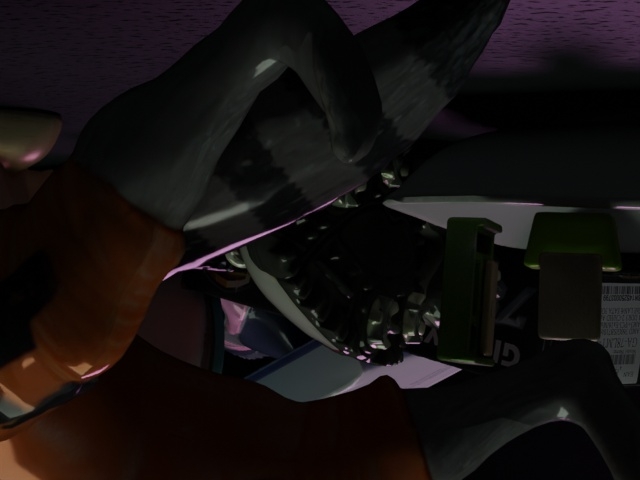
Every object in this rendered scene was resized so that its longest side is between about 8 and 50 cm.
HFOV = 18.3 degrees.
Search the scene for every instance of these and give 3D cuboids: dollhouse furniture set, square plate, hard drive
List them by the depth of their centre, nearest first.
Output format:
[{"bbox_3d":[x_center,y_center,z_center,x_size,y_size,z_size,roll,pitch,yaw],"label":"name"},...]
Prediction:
[{"bbox_3d":[0.123,0.022,0.776,0.151,0.058,0.076,2,175,17],"label":"dollhouse furniture set"},{"bbox_3d":[0.239,-0.023,0.887,0.344,0.049,0.347,0,176,19],"label":"square plate"},{"bbox_3d":[0.034,0.097,1.471,0.210,0.040,0.318,-31,170,33],"label":"hard drive"}]

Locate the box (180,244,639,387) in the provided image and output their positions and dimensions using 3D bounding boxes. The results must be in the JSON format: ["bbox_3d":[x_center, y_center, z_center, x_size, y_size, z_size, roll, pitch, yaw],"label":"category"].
[{"bbox_3d":[0.119,0.029,1.215,0.295,0.073,0.293,13,-175,44],"label":"box"}]

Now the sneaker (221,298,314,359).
[{"bbox_3d":[-0.069,0.034,1.683,0.131,0.112,0.319,27,171,-17],"label":"sneaker"}]

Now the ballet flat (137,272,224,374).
[{"bbox_3d":[-0.148,0.059,1.378,0.139,0.139,0.400,1,-170,-7],"label":"ballet flat"}]

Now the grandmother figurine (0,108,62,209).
[{"bbox_3d":[-0.160,0.117,0.855,0.104,0.342,0.208,3,176,-30],"label":"grandmother figurine"}]

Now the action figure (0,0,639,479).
[{"bbox_3d":[-0.074,0.063,0.574,0.330,0.178,0.341,-17,152,23],"label":"action figure"}]

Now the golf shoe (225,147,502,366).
[{"bbox_3d":[0.000,0.000,0.905,0.120,0.105,0.273,5,178,18],"label":"golf shoe"}]

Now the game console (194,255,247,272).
[{"bbox_3d":[-0.090,-0.031,1.117,0.144,0.085,0.124,5,-155,-46],"label":"game console"}]
